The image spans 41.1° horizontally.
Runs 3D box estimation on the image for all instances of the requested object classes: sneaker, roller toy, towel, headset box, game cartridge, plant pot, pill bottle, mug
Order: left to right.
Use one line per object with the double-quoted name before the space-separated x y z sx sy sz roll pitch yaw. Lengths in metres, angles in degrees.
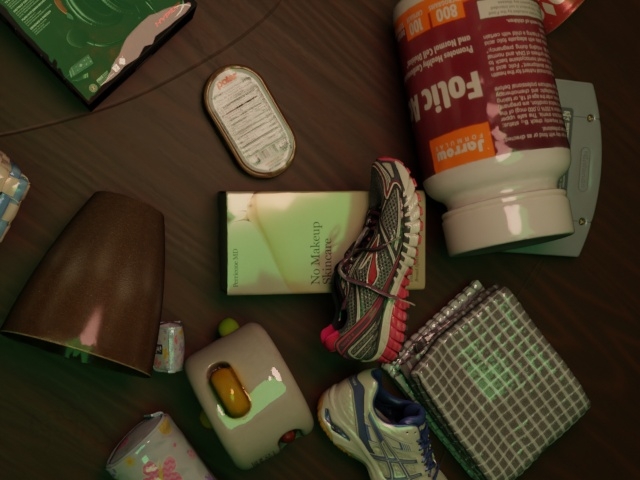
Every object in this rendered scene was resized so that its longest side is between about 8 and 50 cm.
"headset box" -0.357 -0.368 1.224 0.218 0.110 0.293 -44 101 -8
"plant pot" -0.311 0.054 1.219 0.215 0.215 0.231 19 74 -13
"roller toy" -0.111 0.233 1.261 0.146 0.209 0.191 -29 114 -10
"sneaker" 0.075 0.028 1.224 0.111 0.121 0.299 7 92 -12
"sneaker" 0.132 0.327 1.344 0.131 0.112 0.296 -40 104 25
"pill bottle" 0.248 -0.183 1.285 0.223 0.224 0.393 -9 83 -13
"towel" 0.276 0.235 1.392 0.235 0.121 0.284 -39 100 -10
"mug" 0.333 -0.420 1.388 0.169 0.113 0.150 43 81 -8
"game cartridge" 0.373 -0.123 1.437 0.198 0.062 0.298 5 91 -18

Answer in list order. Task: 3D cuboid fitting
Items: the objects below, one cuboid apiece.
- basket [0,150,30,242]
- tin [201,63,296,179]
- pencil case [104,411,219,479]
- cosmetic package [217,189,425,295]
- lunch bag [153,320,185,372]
"basket" -0.545 -0.088 1.118 0.288 0.254 0.201 31 87 -24
"tin" -0.109 -0.184 1.329 0.106 0.040 0.190 -33 99 -14
"pencil case" -0.197 0.389 1.290 0.124 0.113 0.273 -44 101 -18
"cosmetic package" 0.000 0.000 1.323 0.309 0.113 0.160 -2 93 -14
"lunch bag" -0.230 0.159 1.288 0.053 0.083 0.071 -2 93 -13
